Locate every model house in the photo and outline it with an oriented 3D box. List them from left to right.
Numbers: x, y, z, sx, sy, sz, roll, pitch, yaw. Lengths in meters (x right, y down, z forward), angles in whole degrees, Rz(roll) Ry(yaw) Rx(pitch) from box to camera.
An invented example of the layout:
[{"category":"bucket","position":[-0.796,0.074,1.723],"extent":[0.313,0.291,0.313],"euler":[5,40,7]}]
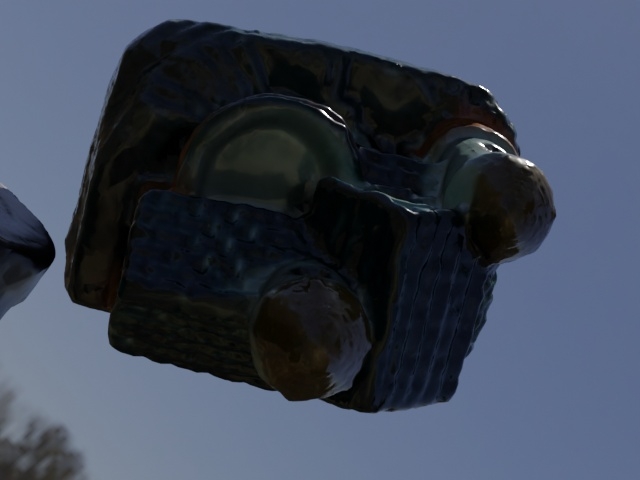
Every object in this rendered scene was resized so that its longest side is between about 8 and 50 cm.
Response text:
[{"category":"model house","position":[0.000,0.000,0.915],"extent":[0.253,0.184,0.291],"euler":[14,12,-9]}]

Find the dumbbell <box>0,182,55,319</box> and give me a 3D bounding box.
[{"category":"dumbbell","position":[-0.282,0.066,0.867],"extent":[0.185,0.388,0.185],"euler":[35,5,-3]}]
